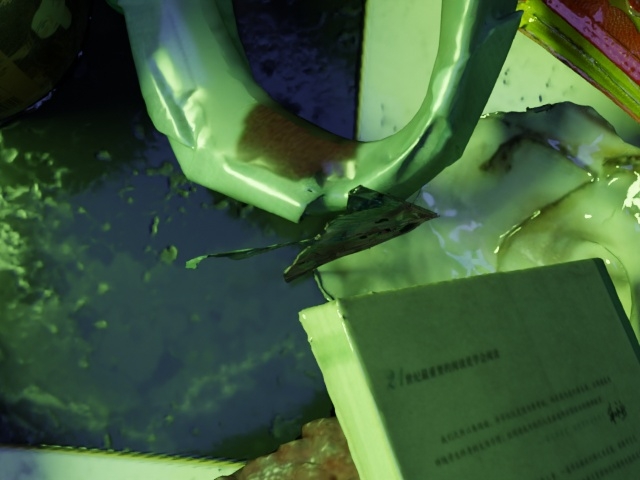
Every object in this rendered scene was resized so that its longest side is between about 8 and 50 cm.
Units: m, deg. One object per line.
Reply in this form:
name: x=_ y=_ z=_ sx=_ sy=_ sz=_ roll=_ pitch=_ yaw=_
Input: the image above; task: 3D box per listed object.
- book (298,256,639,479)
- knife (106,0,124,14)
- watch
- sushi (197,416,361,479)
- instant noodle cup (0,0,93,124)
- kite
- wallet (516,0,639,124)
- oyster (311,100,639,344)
book: x=0.120 y=0.145 z=0.429 sx=0.214 sy=0.025 sz=0.283 roll=-4 pitch=68 yaw=-43
knife: x=-0.129 y=-0.275 z=0.655 sx=0.063 sy=0.034 sz=0.261 roll=-8 pitch=82 yaw=1
watch: x=-0.008 y=-0.141 z=0.570 sx=0.253 sy=0.161 sz=0.241 roll=37 pitch=111 yaw=18
sushi: x=0.006 y=0.219 z=0.522 sx=0.270 sy=0.171 sz=0.237 roll=-18 pitch=127 yaw=9
instant noodle cup: x=-0.236 y=-0.168 z=0.558 sx=0.217 sy=0.207 sz=0.218 roll=0 pitch=84 yaw=1
kite: x=0.000 y=0.000 z=0.547 sx=0.156 sy=0.139 sz=0.011 roll=-10 pitch=69 yaw=-25
wallet: x=0.229 y=-0.119 z=0.599 sx=0.241 sy=0.067 sz=0.141 roll=41 pitch=67 yaw=2
oyster: x=0.148 y=0.043 z=0.587 sx=0.275 sy=0.100 sz=0.271 roll=-21 pitch=84 yaw=17
